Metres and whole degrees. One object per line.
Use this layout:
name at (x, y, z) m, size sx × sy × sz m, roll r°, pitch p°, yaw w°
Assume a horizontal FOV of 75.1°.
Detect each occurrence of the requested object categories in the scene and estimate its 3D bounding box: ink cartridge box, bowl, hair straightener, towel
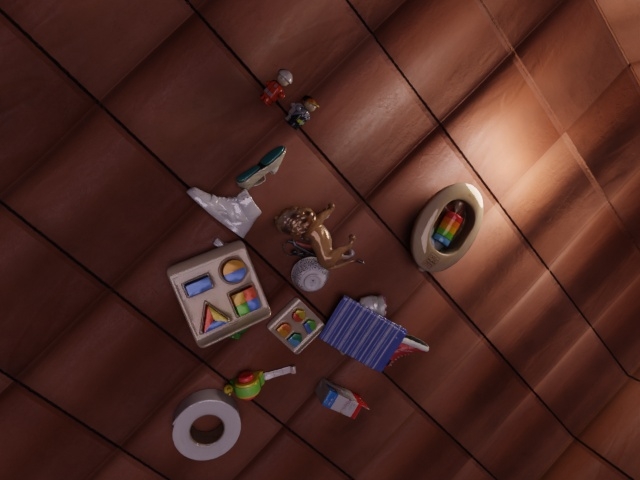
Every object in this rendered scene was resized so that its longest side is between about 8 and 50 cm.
ink cartridge box at (0.101, 0.745, 1.945) m, size 0.231 × 0.134 × 0.078 m, roll 31°, pitch 90°, yaw -18°
bowl at (-0.039, 0.163, 1.809) m, size 0.170 × 0.080 × 0.170 m, roll -4°, pitch 114°, yaw -8°
hair straightener at (-0.064, 0.058, 1.818) m, size 0.231 × 0.047 × 0.088 m, roll 18°, pitch 95°, yaw -23°
towel at (0.193, 0.423, 1.884) m, size 0.336 × 0.040 × 0.243 m, roll 30°, pitch 101°, yaw 0°

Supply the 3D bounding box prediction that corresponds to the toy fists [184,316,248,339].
toy fists at (-0.421, 0.308, 1.741) m, size 0.279 × 0.096 × 0.142 m, roll 25°, pitch 88°, yaw -17°

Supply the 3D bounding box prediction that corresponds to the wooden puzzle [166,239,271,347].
wooden puzzle at (-0.395, 0.209, 1.657) m, size 0.322 × 0.080 × 0.347 m, roll -23°, pitch 94°, yaw -19°

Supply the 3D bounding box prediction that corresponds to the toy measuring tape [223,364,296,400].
toy measuring tape at (-0.260, 0.626, 1.835) m, size 0.331 × 0.121 × 0.121 m, roll -10°, pitch 102°, yaw -14°

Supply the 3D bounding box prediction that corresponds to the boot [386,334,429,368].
boot at (0.393, 0.548, 2.022) m, size 0.245 × 0.088 × 0.176 m, roll 17°, pitch 97°, yaw -11°

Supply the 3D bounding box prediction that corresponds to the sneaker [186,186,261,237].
sneaker at (-0.375, -0.158, 1.671) m, size 0.293 × 0.108 × 0.169 m, roll 39°, pitch 86°, yaw -28°

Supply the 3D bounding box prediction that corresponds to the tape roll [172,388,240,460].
tape roll at (-0.493, 0.796, 1.807) m, size 0.287 × 0.100 × 0.285 m, roll -3°, pitch 101°, yaw -15°

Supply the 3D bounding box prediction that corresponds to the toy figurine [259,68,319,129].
toy figurine at (-0.118, -0.549, 1.608) m, size 0.210 × 0.213 × 0.148 m, roll 39°, pitch 102°, yaw -18°

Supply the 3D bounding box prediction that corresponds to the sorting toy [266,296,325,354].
sorting toy at (-0.106, 0.388, 1.873) m, size 0.193 × 0.038 × 0.208 m, roll -44°, pitch 108°, yaw -4°

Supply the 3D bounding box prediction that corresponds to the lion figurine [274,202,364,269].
lion figurine at (0.000, 0.000, 1.756) m, size 0.240 × 0.142 × 0.392 m, roll -38°, pitch 93°, yaw -24°

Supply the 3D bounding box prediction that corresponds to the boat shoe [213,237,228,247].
boat shoe at (-0.396, 0.025, 1.730) m, size 0.100 × 0.035 × 0.035 m, roll 36°, pitch 92°, yaw -12°

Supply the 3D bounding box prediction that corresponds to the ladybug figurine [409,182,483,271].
ladybug figurine at (0.559, -0.059, 1.913) m, size 0.305 × 0.162 × 0.449 m, roll 34°, pitch 89°, yaw -19°

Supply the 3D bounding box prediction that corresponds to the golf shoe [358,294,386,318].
golf shoe at (0.229, 0.398, 1.946) m, size 0.140 × 0.115 × 0.305 m, roll 4°, pitch 97°, yaw -1°

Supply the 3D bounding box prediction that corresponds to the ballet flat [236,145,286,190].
ballet flat at (-0.231, -0.289, 1.703) m, size 0.249 × 0.086 × 0.086 m, roll -36°, pitch 107°, yaw -5°

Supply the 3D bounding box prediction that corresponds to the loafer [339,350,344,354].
loafer at (0.092, 0.475, 1.950) m, size 0.045 × 0.039 × 0.125 m, roll -25°, pitch 112°, yaw -45°
